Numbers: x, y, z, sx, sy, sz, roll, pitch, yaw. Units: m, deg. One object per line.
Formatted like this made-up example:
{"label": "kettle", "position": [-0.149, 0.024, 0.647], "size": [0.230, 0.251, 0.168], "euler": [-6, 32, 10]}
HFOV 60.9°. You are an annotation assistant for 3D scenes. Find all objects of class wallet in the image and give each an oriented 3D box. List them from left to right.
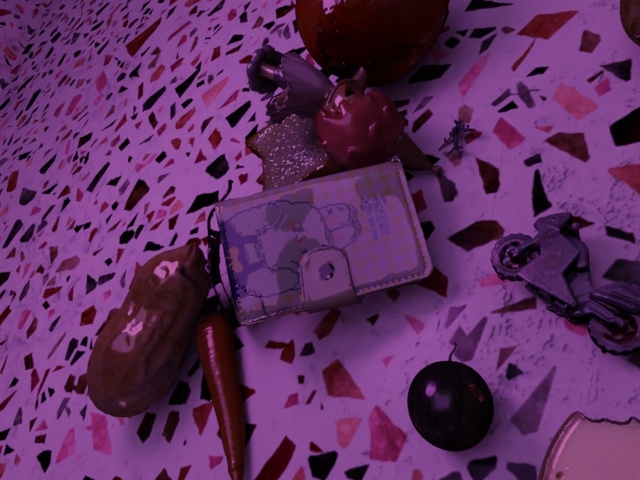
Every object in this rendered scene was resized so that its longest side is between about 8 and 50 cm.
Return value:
{"label": "wallet", "position": [0.000, 0.000, 0.852], "size": [0.309, 0.077, 0.223], "euler": [-14, 74, 4]}

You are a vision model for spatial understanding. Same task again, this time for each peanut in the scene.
{"label": "peanut", "position": [-0.311, 0.160, 1.000], "size": [0.158, 0.174, 0.340], "euler": [19, 77, 20]}

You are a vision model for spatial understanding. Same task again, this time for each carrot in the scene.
{"label": "carrot", "position": [-0.162, 0.245, 0.922], "size": [0.069, 0.069, 0.336], "euler": [-34, 50, 15]}

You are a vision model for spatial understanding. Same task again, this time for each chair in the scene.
{"label": "chair", "position": [-0.141, 0.032, 0.971], "size": [0.149, 0.174, 0.213], "euler": [29, 81, 14]}

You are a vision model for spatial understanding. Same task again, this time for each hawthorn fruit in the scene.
{"label": "hawthorn fruit", "position": [0.090, -0.449, 1.038], "size": [0.315, 0.316, 0.316], "euler": [-19, 52, 26]}

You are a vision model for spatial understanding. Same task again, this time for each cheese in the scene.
{"label": "cheese", "position": [0.263, 0.290, 0.576], "size": [0.255, 0.050, 0.127], "euler": [-48, 45, 1]}

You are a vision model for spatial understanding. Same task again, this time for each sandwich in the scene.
{"label": "sandwich", "position": [-0.053, -0.169, 1.107], "size": [0.186, 0.065, 0.215], "euler": [-30, 49, 18]}

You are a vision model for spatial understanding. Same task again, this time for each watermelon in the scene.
{"label": "watermelon", "position": [0.162, 0.192, 0.679], "size": [0.105, 0.105, 0.133], "euler": [-9, 58, 33]}

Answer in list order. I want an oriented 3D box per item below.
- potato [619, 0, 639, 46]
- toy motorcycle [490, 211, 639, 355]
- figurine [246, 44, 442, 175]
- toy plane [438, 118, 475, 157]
{"label": "potato", "position": [0.535, -0.392, 0.738], "size": [0.210, 0.173, 0.308], "euler": [7, 70, 42]}
{"label": "toy motorcycle", "position": [0.323, 0.044, 0.680], "size": [0.122, 0.080, 0.215], "euler": [-50, 50, 2]}
{"label": "figurine", "position": [0.041, -0.222, 0.947], "size": [0.386, 0.207, 0.166], "euler": [33, 102, 21]}
{"label": "toy plane", "position": [0.233, -0.179, 0.928], "size": [0.077, 0.024, 0.085], "euler": [-26, 47, 46]}
